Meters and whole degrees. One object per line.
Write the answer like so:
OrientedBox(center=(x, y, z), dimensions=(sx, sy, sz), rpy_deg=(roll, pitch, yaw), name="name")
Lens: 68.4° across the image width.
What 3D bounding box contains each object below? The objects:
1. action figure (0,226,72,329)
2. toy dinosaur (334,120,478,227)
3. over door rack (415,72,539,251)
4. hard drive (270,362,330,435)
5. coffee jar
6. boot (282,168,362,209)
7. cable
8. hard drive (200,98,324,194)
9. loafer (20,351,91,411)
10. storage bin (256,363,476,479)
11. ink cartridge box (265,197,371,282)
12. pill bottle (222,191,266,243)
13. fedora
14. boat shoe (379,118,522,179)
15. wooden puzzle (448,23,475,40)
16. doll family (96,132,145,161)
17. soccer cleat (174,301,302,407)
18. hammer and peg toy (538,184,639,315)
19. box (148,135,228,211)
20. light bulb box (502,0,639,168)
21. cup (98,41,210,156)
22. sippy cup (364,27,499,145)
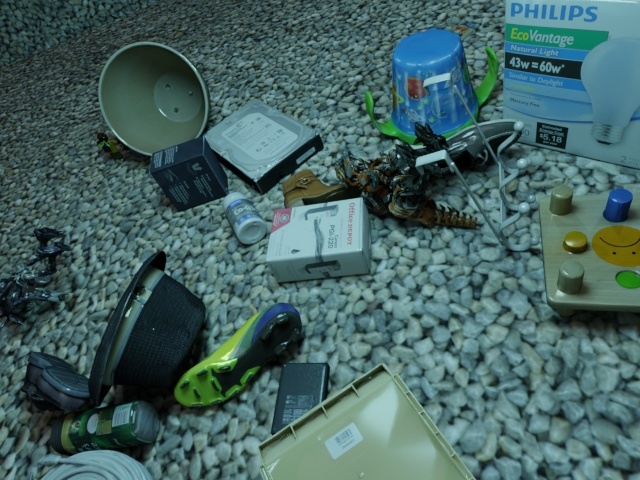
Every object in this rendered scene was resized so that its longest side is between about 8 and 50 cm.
OrientedBox(center=(-0.738, 0.112, 1.217), dimensions=(0.164, 0.141, 0.275), rpy_deg=(37, 97, 30), name="action figure")
OrientedBox(center=(0.194, -0.128, 1.039), dimensions=(0.322, 0.218, 0.164), rpy_deg=(16, 42, -8), name="toy dinosaur")
OrientedBox(center=(0.329, -0.155, 0.918), dimensions=(0.108, 0.324, 0.239), rpy_deg=(-26, 41, 43), name="over door rack")
OrientedBox(center=(-0.036, 0.294, 0.876), dimensions=(0.094, 0.022, 0.135), rpy_deg=(-5, 51, 17), name="hard drive")
OrientedBox(center=(-0.416, 0.364, 0.908), dimensions=(0.185, 0.096, 0.079), rpy_deg=(-13, 56, 10), name="coffee jar")
OrientedBox(center=(-0.004, -0.134, 1.191), dimensions=(0.197, 0.073, 0.152), rpy_deg=(-20, 44, 0), name="boot")
OrientedBox(center=(-0.404, 0.495, 0.801), dimensions=(0.257, 0.089, 0.257), rpy_deg=(-11, 50, 10), name="cable")
OrientedBox(center=(-0.183, -0.292, 1.394), dimensions=(0.237, 0.064, 0.339), rpy_deg=(-39, 49, -14), name="hard drive")
OrientedBox(center=(-0.555, 0.312, 0.981), dimensions=(0.303, 0.109, 0.095), rpy_deg=(4, 68, 49), name="loafer")
OrientedBox(center=(0.072, 0.369, 0.708), dimensions=(0.262, 0.123, 0.260), rpy_deg=(-32, 47, -7), name="storage bin")
OrientedBox(center=(0.000, 0.000, 1.063), dimensions=(0.218, 0.092, 0.158), rpy_deg=(-6, 50, 13), name="ink cartridge box")
OrientedBox(center=(-0.196, -0.060, 1.193), dimensions=(0.078, 0.078, 0.137), rpy_deg=(-32, 48, -7), name="pill bottle")
OrientedBox(center=(-0.329, 0.189, 0.961), dimensions=(0.153, 0.334, 0.333), rpy_deg=(21, 54, -9), name="fedora")
OrientedBox(center=(0.304, -0.189, 1.107), dimensions=(0.336, 0.112, 0.095), rpy_deg=(-13, 64, 17), name="boat shoe")
OrientedBox(center=(0.440, -0.666, 1.508), dimensions=(0.079, 0.014, 0.116), rpy_deg=(25, 63, 34), name="wooden puzzle")
OrientedBox(center=(-0.668, -0.321, 1.563), dimensions=(0.193, 0.111, 0.076), rpy_deg=(-8, 50, 14), name="doll family")
OrientedBox(center=(-0.162, 0.229, 0.953), dimensions=(0.289, 0.093, 0.121), rpy_deg=(-36, 18, -5), name="soccer cleat")
OrientedBox(center=(0.582, 0.010, 0.816), dimensions=(0.362, 0.127, 0.265), rpy_deg=(-1, 50, 20), name="hammer and peg toy")
OrientedBox(center=(-0.360, -0.182, 1.304), dimensions=(0.158, 0.156, 0.093), rpy_deg=(-17, 47, 6), name="box")
OrientedBox(center=(0.596, -0.380, 0.978), dimensions=(0.358, 0.361, 0.225), rpy_deg=(23, 63, 34), name="light bulb box")
OrientedBox(center=(-0.492, -0.452, 1.506), dimensions=(0.331, 0.330, 0.237), rpy_deg=(-15, 19, 8), name="cup")
OrientedBox(center=(0.281, -0.400, 1.203), dimensions=(0.240, 0.224, 0.305), rpy_deg=(29, 65, 35), name="sippy cup")
